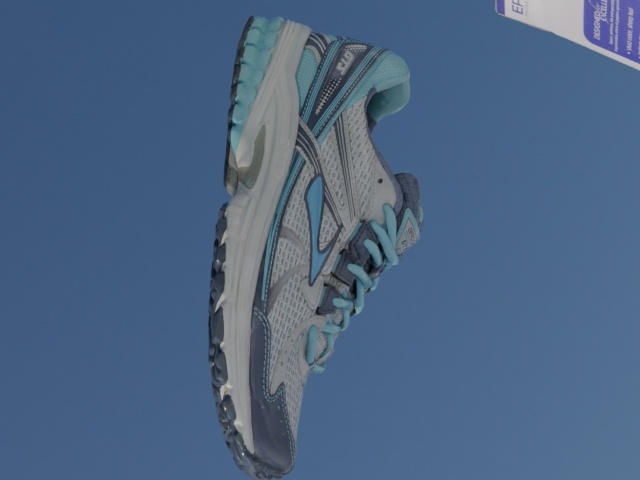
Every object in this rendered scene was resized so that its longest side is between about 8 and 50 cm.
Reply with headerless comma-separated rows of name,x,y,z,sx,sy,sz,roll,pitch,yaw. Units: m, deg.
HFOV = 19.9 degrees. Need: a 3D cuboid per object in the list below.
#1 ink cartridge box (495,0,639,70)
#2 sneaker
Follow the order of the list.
ink cartridge box,0.256,-0.152,1.088,0.065,0.333,0.165,-49,-28,-28
sneaker,0.000,0.000,1.054,0.110,0.122,0.283,99,176,-70
